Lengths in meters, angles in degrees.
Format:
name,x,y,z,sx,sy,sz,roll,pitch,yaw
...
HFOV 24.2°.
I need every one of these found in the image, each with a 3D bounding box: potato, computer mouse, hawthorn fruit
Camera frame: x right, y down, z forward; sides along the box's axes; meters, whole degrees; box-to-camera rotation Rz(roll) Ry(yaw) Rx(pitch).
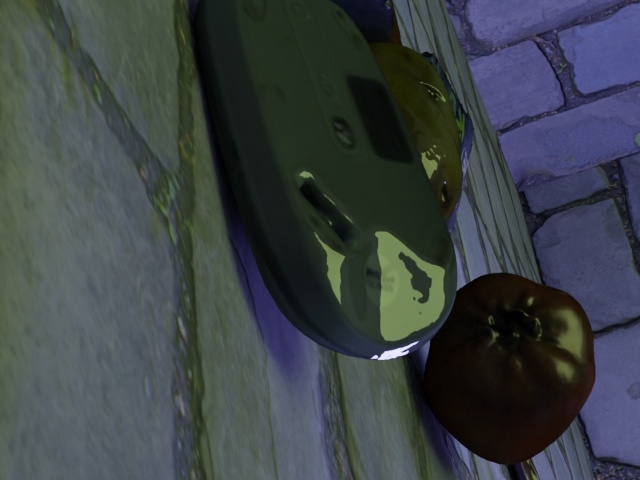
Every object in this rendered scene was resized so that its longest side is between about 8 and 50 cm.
name,x,y,z,sx,sy,sz,roll,pitch,yaw
potato,0.060,-0.095,1.419,0.154,0.137,0.200,55,22,-51
computer mouse,-0.005,-0.057,1.135,0.197,0.095,0.331,14,49,-44
hawthorn fruit,0.202,0.157,1.647,0.251,0.199,0.199,90,-9,-55

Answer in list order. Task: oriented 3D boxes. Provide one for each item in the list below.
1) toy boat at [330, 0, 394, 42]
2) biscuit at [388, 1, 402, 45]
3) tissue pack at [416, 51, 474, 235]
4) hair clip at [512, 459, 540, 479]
name,x,y,z,sx,sy,sz,roll,pitch,yaw
toy boat,-0.008,-0.241,1.357,0.283,0.127,0.078,36,44,-75
biscuit,0.030,-0.282,1.755,0.394,0.070,0.350,-56,130,-76
tissue pack,0.104,-0.091,1.651,0.235,0.073,0.173,44,59,-67
hair clip,0.309,0.353,2.153,0.110,0.095,0.358,-2,61,-43
